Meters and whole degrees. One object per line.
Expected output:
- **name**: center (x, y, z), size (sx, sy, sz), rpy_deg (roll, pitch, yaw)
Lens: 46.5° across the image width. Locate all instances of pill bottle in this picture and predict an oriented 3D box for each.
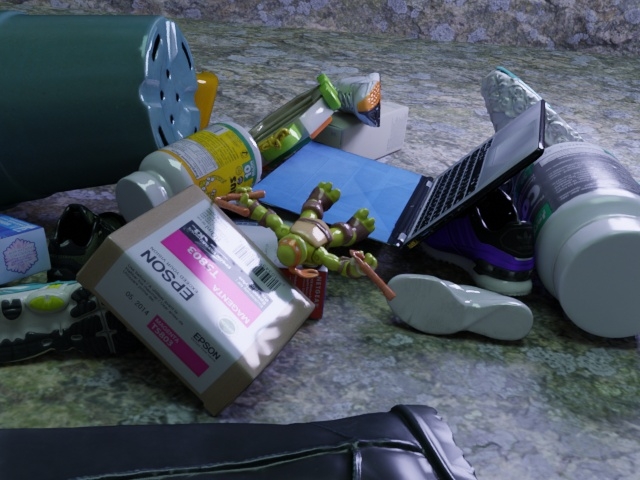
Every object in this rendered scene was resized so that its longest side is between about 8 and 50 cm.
- **pill bottle**: center (-0.195, -0.091, 1.109), size (0.117, 0.118, 0.208), rpy_deg (23, 39, 31)
- **pill bottle**: center (0.435, -0.012, 1.194), size (0.204, 0.204, 0.361), rpy_deg (7, 25, 2)

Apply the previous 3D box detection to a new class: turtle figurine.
- **turtle figurine**: center (0.000, 0.000, 1.016), size (0.269, 0.087, 0.217), rpy_deg (26, 25, 14)

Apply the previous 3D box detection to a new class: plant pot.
- **plant pot**: center (-0.392, -0.224, 1.221), size (0.334, 0.341, 0.341), rpy_deg (-2, 25, 8)

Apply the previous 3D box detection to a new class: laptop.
- **laptop**: center (0.145, -0.159, 1.269), size (0.236, 0.408, 0.382), rpy_deg (49, 26, -6)

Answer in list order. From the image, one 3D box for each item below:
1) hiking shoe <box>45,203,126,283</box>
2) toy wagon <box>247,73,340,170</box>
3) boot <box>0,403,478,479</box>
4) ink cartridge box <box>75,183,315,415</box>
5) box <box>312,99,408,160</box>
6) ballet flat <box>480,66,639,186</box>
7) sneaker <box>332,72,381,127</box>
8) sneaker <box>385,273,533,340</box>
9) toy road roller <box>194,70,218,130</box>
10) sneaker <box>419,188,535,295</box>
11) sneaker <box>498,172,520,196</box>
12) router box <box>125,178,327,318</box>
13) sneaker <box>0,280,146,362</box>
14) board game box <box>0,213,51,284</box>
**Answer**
- **hiking shoe**: center (-0.340, -0.008, 1.112), size (0.086, 0.114, 0.227), rpy_deg (7, 26, 0)
- **toy wagon**: center (-0.080, -0.213, 1.472), size (0.267, 0.068, 0.344), rpy_deg (-33, 19, 10)
- **boot**: center (-0.071, 0.264, 0.572), size (0.445, 0.146, 0.367), rpy_deg (2, 16, -17)
- **ink cartridge box**: center (-0.143, 0.064, 0.916), size (0.234, 0.088, 0.193), rpy_deg (45, 31, -1)
- **box**: center (0.087, -0.239, 1.689), size (0.094, 0.113, 0.275), rpy_deg (22, 29, 31)
- **ballet flat**: center (0.444, -0.177, 1.466), size (0.409, 0.147, 0.147), rpy_deg (45, 40, 17)
- **sneaker**: center (0.069, -0.299, 1.595), size (0.121, 0.099, 0.262), rpy_deg (0, 18, 5)
- **sneaker**: center (0.198, 0.093, 1.091), size (0.212, 0.080, 0.094), rpy_deg (14, 15, 1)
- **toy road roller**: center (-0.356, -0.318, 1.661), size (0.240, 0.203, 0.329), rpy_deg (12, 23, -13)
- **sneaker**: center (0.259, -0.025, 1.226), size (0.102, 0.146, 0.293), rpy_deg (-5, 20, -22)
- **sneaker**: center (0.419, -0.111, 1.538), size (0.226, 0.086, 0.163), rpy_deg (24, 39, 16)
- **router box**: center (-0.148, -0.004, 1.185), size (0.301, 0.082, 0.335), rpy_deg (4, 26, -5)
- **sneaker**: center (-0.314, 0.083, 0.957), size (0.275, 0.107, 0.110), rpy_deg (-1, 17, -15)
- **board game box**: center (-0.582, 0.025, 0.981), size (0.318, 0.066, 0.318), rpy_deg (12, 24, 41)
